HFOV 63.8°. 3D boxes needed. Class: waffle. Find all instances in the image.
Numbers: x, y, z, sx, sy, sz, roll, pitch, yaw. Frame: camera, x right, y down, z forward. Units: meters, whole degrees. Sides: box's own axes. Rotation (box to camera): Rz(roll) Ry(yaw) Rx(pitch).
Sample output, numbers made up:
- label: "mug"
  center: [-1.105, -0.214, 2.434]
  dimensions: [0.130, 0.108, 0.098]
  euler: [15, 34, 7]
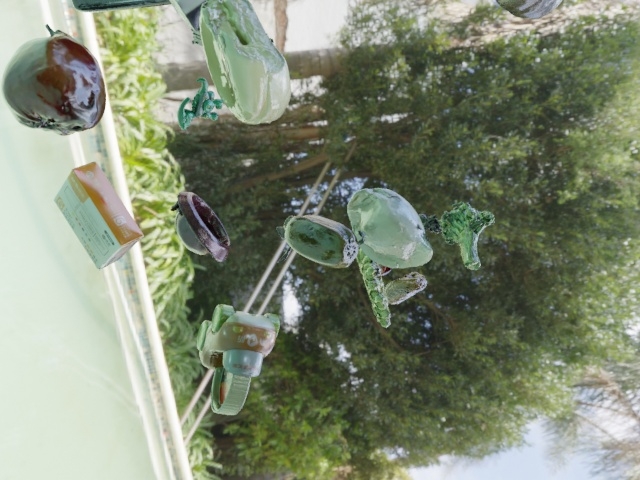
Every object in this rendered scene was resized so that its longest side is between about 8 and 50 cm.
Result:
- label: "waffle"
  center: [0.186, 0.137, 1.851]
  dimensions: [0.317, 0.073, 0.297]
  euler: [-102, 174, -58]

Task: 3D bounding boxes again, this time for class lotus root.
- label: "lotus root"
  center: [0.000, 0.000, 1.418]
  dimensions: [0.241, 0.124, 0.123]
  euler: [21, -76, 38]

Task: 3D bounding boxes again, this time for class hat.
- label: "hat"
  center: [-0.310, -0.027, 1.302]
  dimensions: [0.205, 0.089, 0.205]
  euler: [57, 5, -8]

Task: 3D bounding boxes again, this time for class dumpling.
- label: "dumpling"
  center: [0.185, -0.020, 1.508]
  dimensions: [0.227, 0.175, 0.243]
  euler: [-47, -123, 43]

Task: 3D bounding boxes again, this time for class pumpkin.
- label: "pumpkin"
  center: [0.563, -0.671, 1.396]
  dimensions: [0.130, 0.254, 0.149]
  euler: [-50, 127, -57]

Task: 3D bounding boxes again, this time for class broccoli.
- label: "broccoli"
  center: [0.578, -0.019, 1.933]
  dimensions: [0.177, 0.198, 0.275]
  euler: [56, 7, -41]

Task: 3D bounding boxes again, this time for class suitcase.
- label: "suitcase"
  center: [-0.368, -0.674, 1.706]
  dimensions: [0.126, 0.086, 0.059]
  euler: [36, -44, 41]

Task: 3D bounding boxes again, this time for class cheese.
- label: "cheese"
  center: [-0.158, -0.372, 1.058]
  dimensions: [0.266, 0.127, 0.233]
  euler: [57, -15, 27]

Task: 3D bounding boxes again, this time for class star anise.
- label: "star anise"
  center: [-0.109, 0.016, 2.114]
  dimensions: [0.158, 0.140, 0.144]
  euler: [-128, -139, -70]

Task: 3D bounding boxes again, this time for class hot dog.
- label: "hot dog"
  center: [0.373, 0.210, 2.278]
  dimensions: [0.227, 0.160, 0.099]
  euler: [-47, -117, 48]

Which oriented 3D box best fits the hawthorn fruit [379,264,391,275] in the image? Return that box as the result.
- label: "hawthorn fruit"
  center: [0.265, 0.066, 2.261]
  dimensions: [0.188, 0.169, 0.169]
  euler: [-51, -132, 46]

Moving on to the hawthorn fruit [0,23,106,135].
- label: "hawthorn fruit"
  center: [-0.845, -0.498, 1.662]
  dimensions: [0.308, 0.308, 0.325]
  euler: [104, 3, -57]

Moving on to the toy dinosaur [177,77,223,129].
- label: "toy dinosaur"
  center: [-0.284, -0.317, 1.197]
  dimensions: [0.059, 0.096, 0.132]
  euler: [45, -49, 26]

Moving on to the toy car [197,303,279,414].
- label: "toy car"
  center: [-0.191, 0.274, 1.151]
  dimensions: [0.235, 0.145, 0.235]
  euler: [-45, -143, 50]

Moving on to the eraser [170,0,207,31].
- label: "eraser"
  center: [-0.163, -0.644, 1.169]
  dimensions: [0.098, 0.404, 0.096]
  euler: [49, -5, 30]

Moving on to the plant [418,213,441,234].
- label: "plant"
  center: [0.478, -0.079, 2.307]
  dimensions: [0.174, 0.085, 0.087]
  euler: [22, -59, 50]

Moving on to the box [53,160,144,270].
- label: "box"
  center: [-0.675, -0.071, 1.556]
  dimensions: [0.221, 0.091, 0.274]
  euler: [-33, -90, 44]

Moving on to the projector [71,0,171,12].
- label: "projector"
  center: [-0.627, -0.953, 1.805]
  dimensions: [0.395, 0.405, 0.242]
  euler: [-86, 171, -62]
